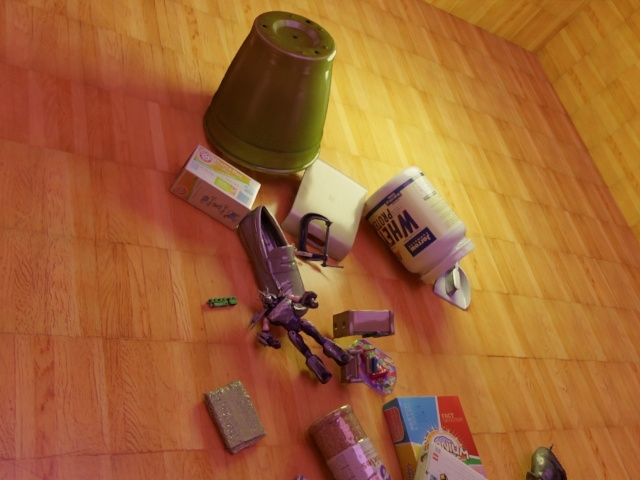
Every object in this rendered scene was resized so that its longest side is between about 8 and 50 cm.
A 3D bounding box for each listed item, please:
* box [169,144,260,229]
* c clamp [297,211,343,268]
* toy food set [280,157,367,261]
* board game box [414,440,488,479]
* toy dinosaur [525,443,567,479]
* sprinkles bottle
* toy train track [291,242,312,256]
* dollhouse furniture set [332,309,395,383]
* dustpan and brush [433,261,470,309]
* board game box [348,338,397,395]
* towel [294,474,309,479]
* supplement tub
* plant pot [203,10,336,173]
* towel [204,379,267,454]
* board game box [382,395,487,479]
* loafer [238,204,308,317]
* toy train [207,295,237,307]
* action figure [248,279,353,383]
[{"bbox_3d":[-0.281,-0.142,1.815,0.203,0.103,0.114,32,42,-16],"label":"box"},{"bbox_3d":[0.000,0.000,1.949,0.137,0.022,0.161,0,91,-14],"label":"c clamp"},{"bbox_3d":[0.011,-0.105,2.064,0.219,0.092,0.306,31,51,-18],"label":"toy food set"},{"bbox_3d":[0.357,0.653,1.650,0.305,0.053,0.193,37,41,-11],"label":"board game box"},{"bbox_3d":[0.653,0.669,1.945,0.160,0.121,0.313,56,43,-10],"label":"toy dinosaur"},{"bbox_3d":[0.105,0.559,1.552,0.121,0.121,0.355,-13,65,-46],"label":"sprinkles bottle"},{"bbox_3d":[-0.065,0.036,1.917,0.083,0.014,0.048,11,78,-15],"label":"toy train track"},{"bbox_3d":[0.113,0.282,1.790,0.129,0.129,0.184,2,78,-19],"label":"dollhouse furniture set"},{"bbox_3d":[0.450,0.110,2.272,0.147,0.060,0.211,29,43,-20],"label":"dustpan and brush"},{"bbox_3d":[0.152,0.336,1.851,0.168,0.033,0.133,36,41,-12],"label":"board game box"},{"bbox_3d":[-0.010,0.607,1.503,0.152,0.023,0.113,38,43,-13],"label":"towel"},{"bbox_3d":[0.310,-0.045,2.144,0.325,0.235,0.235,52,40,7],"label":"supplement tub"},{"bbox_3d":[-0.120,-0.443,1.943,0.366,0.353,0.367,13,44,-13],"label":"plant pot"},{"bbox_3d":[-0.191,0.392,1.514,0.110,0.027,0.148,-14,69,-45],"label":"towel"},{"bbox_3d":[0.311,0.568,1.773,0.242,0.064,0.317,8,53,-37],"label":"board game box"},{"bbox_3d":[-0.116,0.054,1.790,0.112,0.111,0.320,-14,68,-46],"label":"loafer"},{"bbox_3d":[-0.241,0.152,1.676,0.083,0.017,0.024,-1,70,-41],"label":"toy train"},{"bbox_3d":[-0.054,0.220,1.684,0.285,0.185,0.099,45,-5,-3],"label":"action figure"}]
